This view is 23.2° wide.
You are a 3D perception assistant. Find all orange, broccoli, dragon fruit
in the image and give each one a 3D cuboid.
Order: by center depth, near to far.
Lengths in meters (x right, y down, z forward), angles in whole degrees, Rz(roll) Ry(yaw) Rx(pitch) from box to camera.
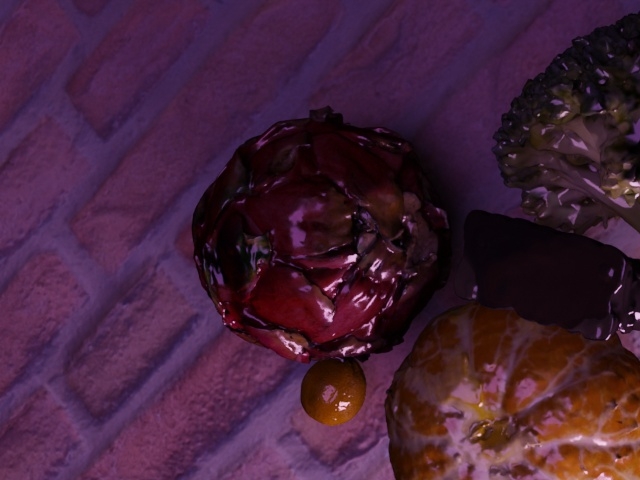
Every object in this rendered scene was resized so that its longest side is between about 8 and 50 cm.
[{"bbox_3d":[0.355,-0.100,1.704,0.348,0.293,0.281,-35,88,29],"label":"broccoli"},{"bbox_3d":[0.237,0.219,1.823,0.329,0.249,0.329,3,98,21],"label":"orange"},{"bbox_3d":[-0.003,-0.001,1.899,0.329,0.329,0.329,3,97,28],"label":"dragon fruit"},{"bbox_3d":[0.018,0.193,2.030,0.085,0.085,0.095,34,102,21],"label":"orange"}]

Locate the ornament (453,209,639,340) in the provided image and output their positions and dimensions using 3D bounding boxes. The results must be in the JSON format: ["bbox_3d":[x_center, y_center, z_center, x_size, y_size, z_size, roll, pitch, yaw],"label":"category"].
[{"bbox_3d":[0.310,0.048,1.726,0.251,0.260,0.106,19,97,41],"label":"ornament"}]
